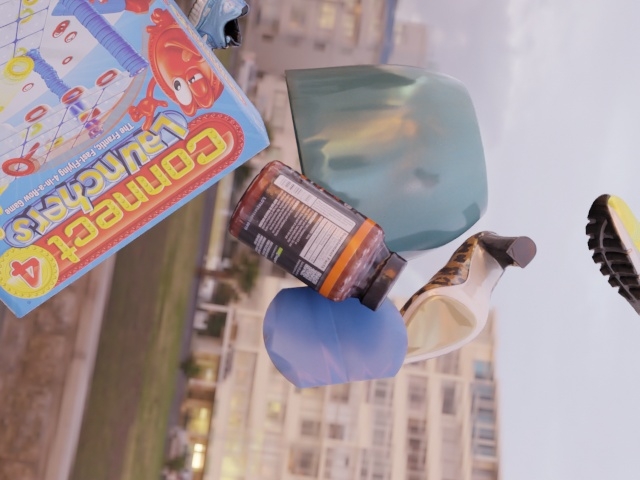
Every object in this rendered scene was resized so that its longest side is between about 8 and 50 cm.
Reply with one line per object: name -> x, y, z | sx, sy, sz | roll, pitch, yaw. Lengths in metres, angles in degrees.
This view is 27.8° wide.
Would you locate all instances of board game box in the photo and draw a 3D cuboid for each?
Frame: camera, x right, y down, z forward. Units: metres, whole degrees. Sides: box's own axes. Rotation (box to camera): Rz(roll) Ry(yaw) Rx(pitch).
board game box -> 0.015, 0.114, 1.501 | 0.033, 0.169, 0.133 | 104, -24, -54
board game box -> -0.258, -0.129, 1.207 | 0.302, 0.308, 0.086 | 52, 7, -29

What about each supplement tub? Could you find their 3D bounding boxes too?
supplement tub -> 0.000, 0.000, 1.483 | 0.106, 0.198, 0.106 | -56, 176, -5

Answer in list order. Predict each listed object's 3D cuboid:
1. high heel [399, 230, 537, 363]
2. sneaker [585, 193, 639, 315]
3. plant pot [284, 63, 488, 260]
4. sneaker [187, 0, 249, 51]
high heel -> 0.164, 0.083, 1.748 | 0.261, 0.093, 0.186 | -38, -172, -10
sneaker -> 0.359, 0.029, 1.360 | 0.094, 0.208, 0.081 | -38, -169, -11
plant pot -> 0.092, -0.102, 1.723 | 0.293, 0.235, 0.293 | 170, -90, -89
sneaker -> -0.140, -0.254, 1.635 | 0.162, 0.073, 0.063 | -54, -175, 47
